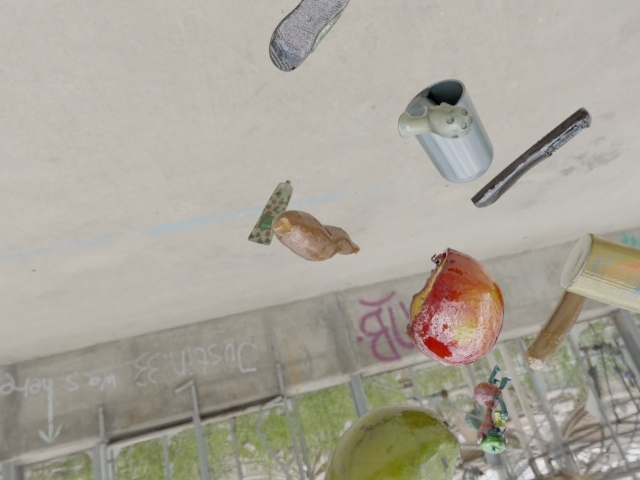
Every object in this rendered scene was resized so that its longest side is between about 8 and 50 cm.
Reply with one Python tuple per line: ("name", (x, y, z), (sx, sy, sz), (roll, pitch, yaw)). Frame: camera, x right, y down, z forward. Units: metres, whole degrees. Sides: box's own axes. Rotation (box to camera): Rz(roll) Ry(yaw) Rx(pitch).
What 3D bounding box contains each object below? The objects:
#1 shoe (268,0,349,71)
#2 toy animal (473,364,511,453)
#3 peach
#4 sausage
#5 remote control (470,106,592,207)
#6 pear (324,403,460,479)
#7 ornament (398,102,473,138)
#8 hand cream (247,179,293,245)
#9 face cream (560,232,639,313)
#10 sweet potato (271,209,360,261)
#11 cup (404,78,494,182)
("shoe", (-0.023, -0.535, 1.190), (0.275, 0.103, 0.098), (-37, -166, 30))
("toy animal", (0.433, 0.412, 1.192), (0.100, 0.208, 0.103), (31, 139, -3))
("peach", (0.252, 0.127, 0.950), (0.190, 0.226, 0.196), (-30, -161, -23))
("sausage", (0.581, 0.199, 1.171), (0.301, 0.066, 0.066), (-42, 171, -28))
("remote control", (0.328, -0.124, 0.757), (0.212, 0.028, 0.059), (-44, 159, 27))
("pear", (0.133, 0.425, 0.909), (0.269, 0.212, 0.212), (-38, 156, 1))
("ornament", (0.260, -0.266, 1.076), (0.156, 0.081, 0.075), (5, -160, 36))
("hand cream", (-0.102, -0.063, 1.050), (0.057, 0.165, 0.037), (14, 155, 22))
("face cream", (0.696, 0.087, 1.075), (0.285, 0.067, 0.139), (17, 108, -5))
("sweet potato", (0.000, 0.000, 0.601), (0.056, 0.056, 0.195), (-27, 159, 27))
("cup", (0.429, -0.342, 1.573), (0.205, 0.205, 0.312), (-25, 130, 23))
